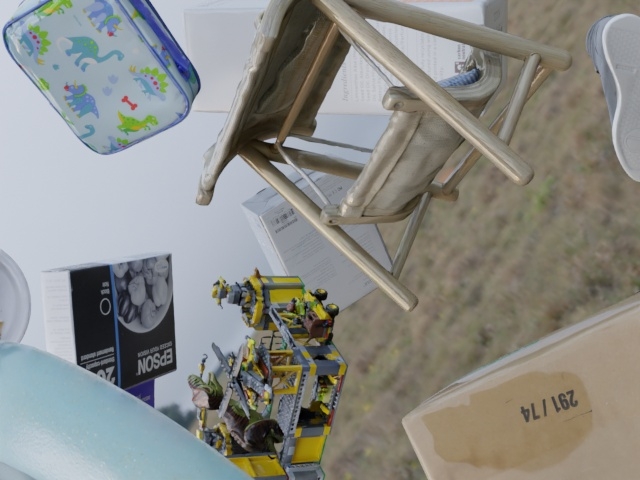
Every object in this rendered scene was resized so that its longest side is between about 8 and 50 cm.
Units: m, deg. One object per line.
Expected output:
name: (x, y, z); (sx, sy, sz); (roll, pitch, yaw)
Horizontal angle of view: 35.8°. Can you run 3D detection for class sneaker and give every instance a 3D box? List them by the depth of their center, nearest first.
sneaker: (0.528, -0.254, 1.688); (0.104, 0.296, 0.147); (-14, 21, 10)

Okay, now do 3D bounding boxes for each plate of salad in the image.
plate of salad: (-0.499, 0.090, 1.355); (0.200, 0.199, 0.048); (-56, 4, -17)

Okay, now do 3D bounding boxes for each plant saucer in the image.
plant saucer: (-0.067, 0.175, 0.502); (0.044, 0.317, 0.317); (-51, -3, -29)

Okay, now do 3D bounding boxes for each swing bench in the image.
swing bench: (0.044, -0.103, 0.907); (0.165, 0.254, 0.253); (-65, 5, -34)

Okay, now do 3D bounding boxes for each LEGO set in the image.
LEGO set: (-0.111, 0.199, 1.157); (0.255, 0.192, 0.331); (-120, 39, -49)

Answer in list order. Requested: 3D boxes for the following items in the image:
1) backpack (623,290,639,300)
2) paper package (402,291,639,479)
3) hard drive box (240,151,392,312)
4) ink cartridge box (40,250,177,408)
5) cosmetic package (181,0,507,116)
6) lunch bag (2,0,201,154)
backpack: (0.488, 0.117, 1.451); (0.105, 0.084, 0.114); (-1, -34, -43)
paper package: (0.305, 0.251, 1.089); (0.324, 0.310, 0.168); (-29, -12, 14)
hard drive box: (0.000, 0.000, 1.653); (0.181, 0.232, 0.089); (-31, 26, -15)
ink cartridge box: (-0.237, 0.125, 1.150); (0.206, 0.045, 0.208); (-13, -77, -66)
cosmetic package: (0.045, -0.293, 1.515); (0.230, 0.453, 0.162); (-49, -42, -63)
lunch bag: (-0.262, -0.224, 1.224); (0.176, 0.219, 0.090); (-23, 31, 22)
